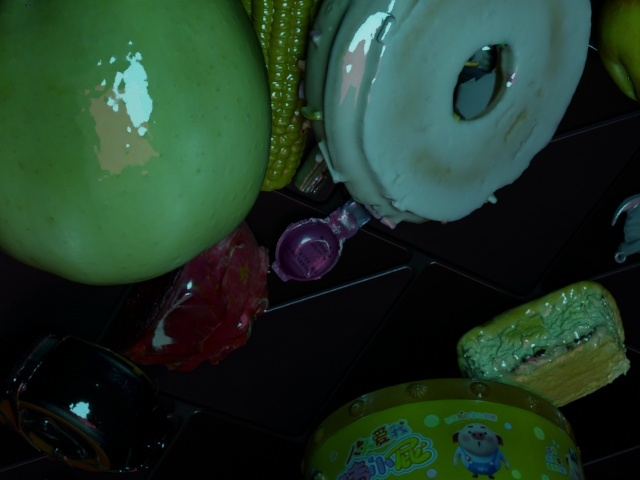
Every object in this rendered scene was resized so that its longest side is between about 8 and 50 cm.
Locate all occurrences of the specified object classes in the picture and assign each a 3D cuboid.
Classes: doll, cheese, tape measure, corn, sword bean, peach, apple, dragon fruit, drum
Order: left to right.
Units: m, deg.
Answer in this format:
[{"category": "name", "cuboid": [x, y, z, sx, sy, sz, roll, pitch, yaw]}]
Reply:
[{"category": "tape measure", "cuboid": [-0.307, 0.213, 1.358, 0.202, 0.135, 0.223, -3, 140, 40]}, {"category": "apple", "cuboid": [-0.216, -0.143, 1.069, 0.357, 0.357, 0.357, -7, 123, -11]}, {"category": "dragon fruit", "cuboid": [-0.163, 0.085, 1.355, 0.163, 0.189, 0.262, 39, 113, 1]}, {"category": "corn", "cuboid": [-0.052, -0.221, 1.201, 0.120, 0.120, 0.363, -3, 126, -13]}, {"category": "cheese", "cuboid": [0.000, 0.000, 1.397, 0.145, 0.038, 0.095, -37, 125, 2]}, {"category": "sword bean", "cuboid": [0.042, -0.174, 1.301, 0.043, 0.038, 0.269, 3, 124, -46]}, {"category": "drum", "cuboid": [0.180, 0.397, 1.520, 0.430, 0.214, 0.431, -2, 137, -1]}, {"category": "doll", "cuboid": [0.483, -0.038, 1.486, 0.194, 0.062, 0.104, -44, 123, 6]}, {"category": "peach", "cuboid": [0.428, -0.251, 1.267, 0.192, 0.190, 0.190, -41, 122, 10]}]

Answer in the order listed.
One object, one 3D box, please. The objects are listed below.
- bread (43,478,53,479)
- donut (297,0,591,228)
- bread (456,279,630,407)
[{"category": "bread", "cuboid": [-0.366, 0.419, 1.546, 0.094, 0.083, 0.157, 5, 119, -32]}, {"category": "donut", "cuboid": [0.137, -0.200, 1.196, 0.382, 0.142, 0.383, -21, 128, -30]}, {"category": "bread", "cuboid": [0.323, 0.164, 1.532, 0.245, 0.121, 0.174, -28, 137, 7]}]
